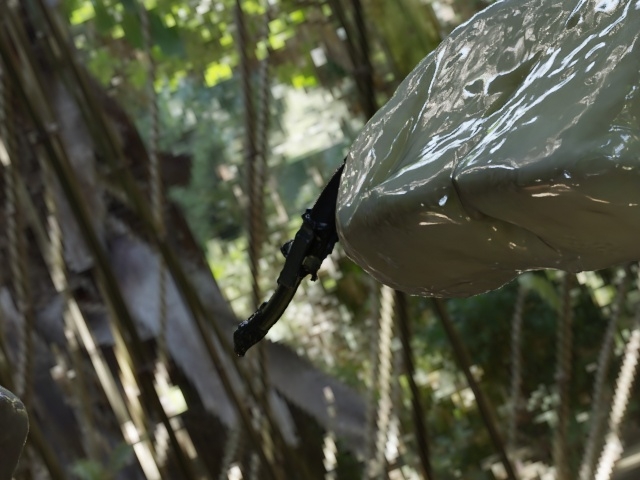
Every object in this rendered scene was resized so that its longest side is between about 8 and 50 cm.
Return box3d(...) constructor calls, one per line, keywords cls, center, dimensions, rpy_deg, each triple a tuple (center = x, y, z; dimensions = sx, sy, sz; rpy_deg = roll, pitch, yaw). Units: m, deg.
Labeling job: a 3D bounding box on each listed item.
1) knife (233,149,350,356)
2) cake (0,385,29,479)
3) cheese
box3d(cls="knife", center=(-0.004, -0.005, 1.039), dimensions=(0.222, 0.045, 0.021), rpy_deg=(-50, -19, 23))
box3d(cls="cake", center=(-0.352, 0.155, 0.803), dimensions=(0.309, 0.237, 0.230), rpy_deg=(12, -5, -40))
box3d(cls="cheese", center=(0.106, -0.049, 0.733), dimensions=(0.159, 0.093, 0.263), rpy_deg=(-57, 20, -22))
